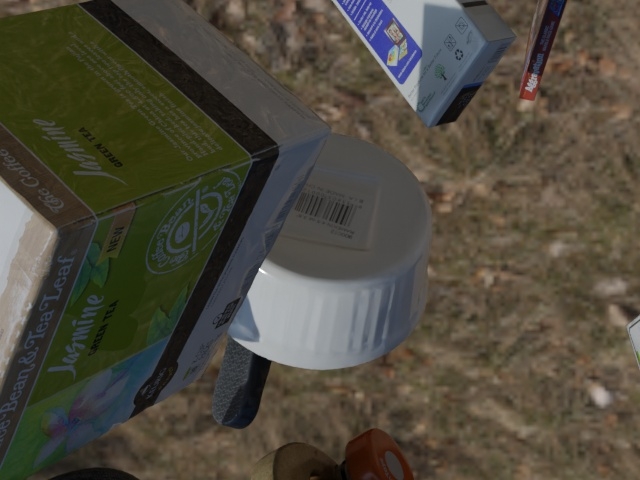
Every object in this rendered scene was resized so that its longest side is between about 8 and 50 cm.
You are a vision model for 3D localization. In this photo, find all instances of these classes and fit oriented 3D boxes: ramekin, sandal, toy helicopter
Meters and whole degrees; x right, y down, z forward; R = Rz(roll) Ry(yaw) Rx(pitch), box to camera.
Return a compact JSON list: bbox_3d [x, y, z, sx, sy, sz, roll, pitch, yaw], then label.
[{"bbox_3d":[0.000,0.000,1.436,0.277,0.277,0.135,2,139,-8],"label":"ramekin"},{"bbox_3d":[-0.070,0.108,1.521,0.054,0.254,0.097,21,174,-34],"label":"sandal"},{"bbox_3d":[0.034,0.348,1.097,0.140,0.355,0.235,-30,167,19],"label":"toy helicopter"}]

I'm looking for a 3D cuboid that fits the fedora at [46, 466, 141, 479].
[{"bbox_3d":[-0.427,0.525,2.110,0.334,0.334,0.152,5,-174,-20],"label":"fedora"}]

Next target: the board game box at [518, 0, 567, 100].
[{"bbox_3d":[0.321,-0.337,1.700,0.027,0.145,0.281,14,147,4],"label":"board game box"}]

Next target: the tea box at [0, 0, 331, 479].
[{"bbox_3d":[-0.216,-0.001,1.031,0.323,0.220,0.329,-26,152,-48],"label":"tea box"}]

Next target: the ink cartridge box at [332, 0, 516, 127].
[{"bbox_3d":[0.107,-0.325,1.629,0.065,0.332,0.165,-18,154,-39],"label":"ink cartridge box"}]

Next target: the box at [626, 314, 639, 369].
[{"bbox_3d":[0.562,0.148,1.590,0.290,0.169,0.087,-10,162,-12],"label":"box"}]
